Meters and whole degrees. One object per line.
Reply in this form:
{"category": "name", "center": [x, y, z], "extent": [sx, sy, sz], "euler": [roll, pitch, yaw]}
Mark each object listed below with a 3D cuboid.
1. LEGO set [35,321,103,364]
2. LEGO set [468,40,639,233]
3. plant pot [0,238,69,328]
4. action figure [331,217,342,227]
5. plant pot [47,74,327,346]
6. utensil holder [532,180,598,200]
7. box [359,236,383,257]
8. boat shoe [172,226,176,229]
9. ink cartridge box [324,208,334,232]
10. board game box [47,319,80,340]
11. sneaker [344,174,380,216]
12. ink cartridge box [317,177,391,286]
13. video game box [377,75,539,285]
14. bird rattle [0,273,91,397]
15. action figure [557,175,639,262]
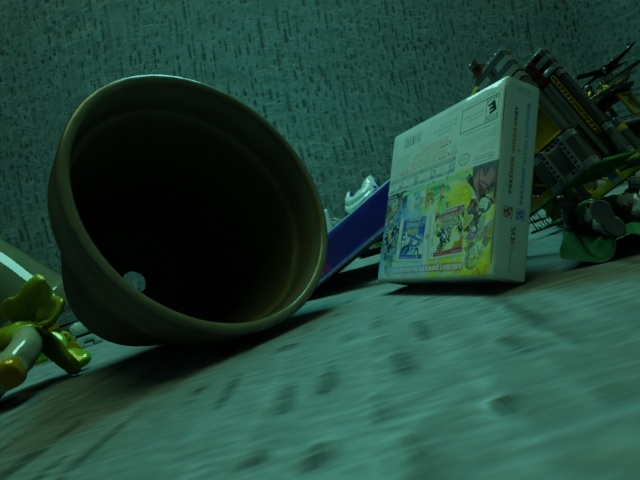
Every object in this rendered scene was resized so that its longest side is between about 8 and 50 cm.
{"category": "LEGO set", "center": [-0.544, 0.190, 0.980], "extent": [0.227, 0.093, 0.087], "euler": [-17, 1, -37]}
{"category": "LEGO set", "center": [0.277, -0.129, 0.663], "extent": [0.331, 0.192, 0.255], "euler": [-19, -21, -27]}
{"category": "plant pot", "center": [-0.710, 0.122, 1.139], "extent": [0.263, 0.229, 0.263], "euler": [-39, 13, 10]}
{"category": "action figure", "center": [0.000, 0.000, 1.637], "extent": [0.163, 0.141, 0.275], "euler": [-4, -6, -26]}
{"category": "plant pot", "center": [-0.200, 0.004, 0.656], "extent": [0.323, 0.324, 0.280], "euler": [-17, -13, -46]}
{"category": "utensil holder", "center": [0.498, -0.233, 1.381], "extent": [0.385, 0.328, 0.327], "euler": [-19, 0, 21]}
{"category": "box", "center": [0.195, -0.004, 1.346], "extent": [0.190, 0.045, 0.184], "euler": [-15, 3, 13]}
{"category": "boat shoe", "center": [-0.242, 0.022, 0.922], "extent": [0.092, 0.103, 0.285], "euler": [-36, -15, -15]}
{"category": "ink cartridge box", "center": [-0.073, -0.006, 1.168], "extent": [0.139, 0.082, 0.190], "euler": [-16, -1, -30]}
{"category": "board game box", "center": [-0.528, 0.202, 1.264], "extent": [0.305, 0.053, 0.193], "euler": [-17, 1, -30]}
{"category": "sneaker", "center": [0.240, -0.125, 1.757], "extent": [0.322, 0.237, 0.130], "euler": [-16, 1, 17]}
{"category": "ink cartridge box", "center": [0.098, -0.042, 0.880], "extent": [0.324, 0.071, 0.330], "euler": [-41, -6, 13]}
{"category": "video game box", "center": [0.137, -0.046, 0.541], "extent": [0.048, 0.187, 0.205], "euler": [14, -10, -20]}
{"category": "bird rattle", "center": [-0.441, 0.155, 0.635], "extent": [0.253, 0.143, 0.207], "euler": [-19, 18, -14]}
{"category": "action figure", "center": [0.302, -0.028, 0.533], "extent": [0.137, 0.064, 0.232], "euler": [-19, -4, 18]}
